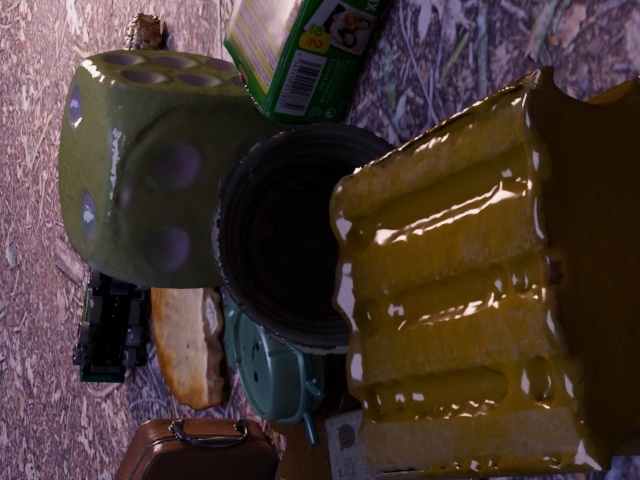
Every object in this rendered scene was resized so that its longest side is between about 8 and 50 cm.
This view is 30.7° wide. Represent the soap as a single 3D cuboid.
[{"bbox_3d":[0.148,0.046,0.970,0.335,0.156,0.293,-27,71,59],"label":"soap"}]

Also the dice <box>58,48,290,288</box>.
[{"bbox_3d":[-0.183,-0.094,1.468,0.254,0.252,0.249,39,124,53],"label":"dice"}]

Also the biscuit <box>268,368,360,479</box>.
[{"bbox_3d":[0.010,0.241,1.344,0.301,0.049,0.196,55,128,44],"label":"biscuit"}]

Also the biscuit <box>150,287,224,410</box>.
[{"bbox_3d":[-0.200,0.102,1.731,0.205,0.040,0.308,-26,68,59],"label":"biscuit"}]

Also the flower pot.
[{"bbox_3d":[0.000,0.000,1.210,0.140,0.236,0.235,141,125,-81],"label":"flower pot"}]

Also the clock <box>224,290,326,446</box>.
[{"bbox_3d":[-0.047,0.132,1.307,0.211,0.066,0.159,-125,32,-48],"label":"clock"}]

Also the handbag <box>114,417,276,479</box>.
[{"bbox_3d":[-0.157,0.296,1.507,0.151,0.194,0.072,-66,33,24],"label":"handbag"}]

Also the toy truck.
[{"bbox_3d":[-0.349,0.125,1.941,0.124,0.114,0.253,-121,39,-59],"label":"toy truck"}]

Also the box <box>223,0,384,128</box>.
[{"bbox_3d":[-0.013,-0.266,1.305,0.180,0.103,0.250,61,140,40],"label":"box"}]

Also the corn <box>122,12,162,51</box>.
[{"bbox_3d":[-0.292,-0.239,1.847,0.079,0.080,0.237,33,118,57],"label":"corn"}]

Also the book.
[{"bbox_3d":[0.081,0.230,1.188,0.199,0.016,0.138,-24,67,44],"label":"book"}]
